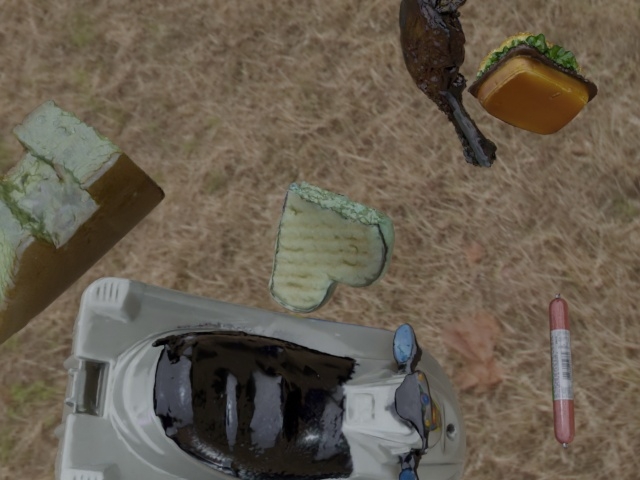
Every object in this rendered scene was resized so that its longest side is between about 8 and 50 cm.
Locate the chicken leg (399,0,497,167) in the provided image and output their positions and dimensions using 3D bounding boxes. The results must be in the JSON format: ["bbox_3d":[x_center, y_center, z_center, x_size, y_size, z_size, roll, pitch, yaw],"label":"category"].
[{"bbox_3d":[0.141,-0.186,1.043,0.051,0.253,0.106,-38,41,-13],"label":"chicken leg"}]

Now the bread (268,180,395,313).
[{"bbox_3d":[0.000,0.000,1.265,0.232,0.064,0.172,-31,90,40],"label":"bread"}]

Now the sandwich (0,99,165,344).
[{"bbox_3d":[-0.281,-0.010,0.910,0.122,0.128,0.235,39,81,22],"label":"sandwich"}]

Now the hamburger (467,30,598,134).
[{"bbox_3d":[0.298,-0.222,1.304,0.137,0.166,0.087,-38,41,42],"label":"hamburger"}]

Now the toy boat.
[{"bbox_3d":[-0.015,0.100,0.556,0.269,0.141,0.140,9,82,-16],"label":"toy boat"}]

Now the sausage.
[{"bbox_3d":[0.338,0.180,1.320,0.029,0.029,0.223,-6,68,23],"label":"sausage"}]
